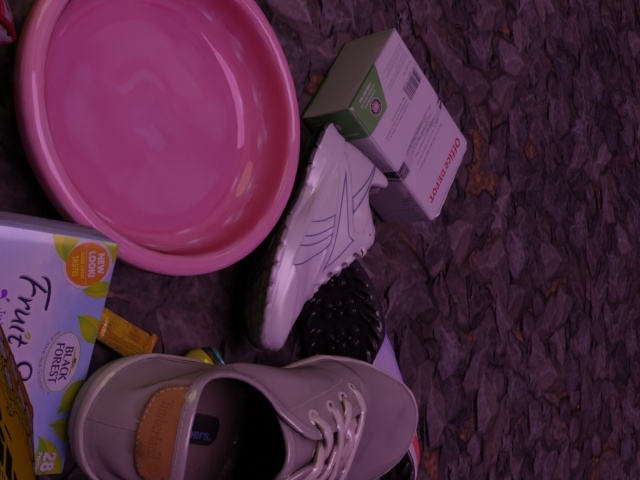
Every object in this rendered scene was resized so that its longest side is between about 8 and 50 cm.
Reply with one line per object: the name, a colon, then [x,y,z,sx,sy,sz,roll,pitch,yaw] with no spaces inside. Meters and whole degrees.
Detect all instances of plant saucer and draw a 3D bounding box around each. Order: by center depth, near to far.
plant saucer: [-0.161,-0.129,0.780,0.332,0.084,0.332,4,84,-46]

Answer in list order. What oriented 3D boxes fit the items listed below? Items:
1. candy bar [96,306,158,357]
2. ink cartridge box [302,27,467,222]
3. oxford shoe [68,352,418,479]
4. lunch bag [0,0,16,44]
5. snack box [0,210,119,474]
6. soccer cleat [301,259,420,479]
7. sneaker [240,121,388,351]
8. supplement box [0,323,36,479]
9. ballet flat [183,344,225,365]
candy bar: [-0.222,0.078,0.745,0.161,0.018,0.040,40,55,-37]
ink cartridge box: [0.097,-0.151,1.053,0.219,0.092,0.160,50,54,-33]
oxford shoe: [-0.024,0.194,0.745,0.449,0.130,0.169,18,79,-49]
lunch bag: [-0.315,-0.270,0.526,0.120,0.258,0.293,-22,98,-8]
snack box: [-0.272,0.080,0.600,0.174,0.070,0.207,12,98,-41]
soccer cleat: [0.056,0.170,0.996,0.116,0.108,0.318,-24,98,-75]
sneaker: [0.000,0.000,0.899,0.129,0.111,0.297,29,65,-15]
supplement box: [-0.256,0.109,0.356,0.195,0.356,0.194,-19,109,-17]
ballet flat: [-0.098,0.221,0.839,0.077,0.077,0.231,-36,112,-20]
